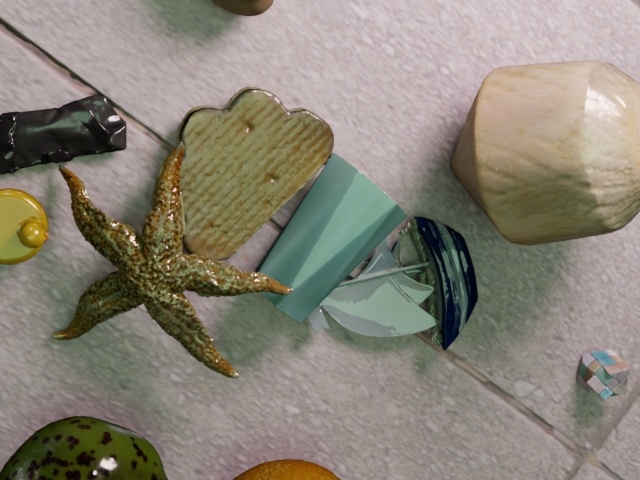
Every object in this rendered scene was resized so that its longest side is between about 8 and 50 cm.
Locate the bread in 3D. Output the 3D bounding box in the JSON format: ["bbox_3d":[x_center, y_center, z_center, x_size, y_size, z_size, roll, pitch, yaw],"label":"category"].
[{"bbox_3d":[-0.125,-0.115,1.229,0.286,0.056,0.207,-41,109,-3],"label":"bread"}]

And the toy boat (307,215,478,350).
[{"bbox_3d":[0.120,0.061,1.332,0.291,0.070,0.210,10,91,-11],"label":"toy boat"}]

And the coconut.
[{"bbox_3d":[0.339,-0.131,1.250,0.328,0.329,0.329,-3,102,-15],"label":"coconut"}]

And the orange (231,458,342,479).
[{"bbox_3d":[-0.056,0.472,1.259,0.274,0.274,0.274,-3,102,-15],"label":"orange"}]

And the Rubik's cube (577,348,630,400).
[{"bbox_3d":[0.496,0.242,1.465,0.073,0.075,0.084,-7,104,-17],"label":"Rubik's cube"}]

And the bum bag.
[{"bbox_3d":[-0.371,-0.148,1.159,0.197,0.049,0.087,-14,109,-13],"label":"bum bag"}]

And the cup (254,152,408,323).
[{"bbox_3d":[0.000,0.000,1.255,0.236,0.148,0.134,-48,126,3],"label":"cup"}]

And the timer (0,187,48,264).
[{"bbox_3d":[-0.427,-0.017,1.136,0.107,0.109,0.107,-3,101,-15],"label":"timer"}]

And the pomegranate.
[{"bbox_3d":[-0.324,0.377,1.170,0.254,0.270,0.254,-1,91,-44],"label":"pomegranate"}]

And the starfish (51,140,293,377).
[{"bbox_3d":[-0.219,0.034,1.175,0.357,0.078,0.347,1,99,5],"label":"starfish"}]

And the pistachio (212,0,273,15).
[{"bbox_3d":[-0.134,-0.417,1.138,0.135,0.136,0.226,-36,102,-6],"label":"pistachio"}]
